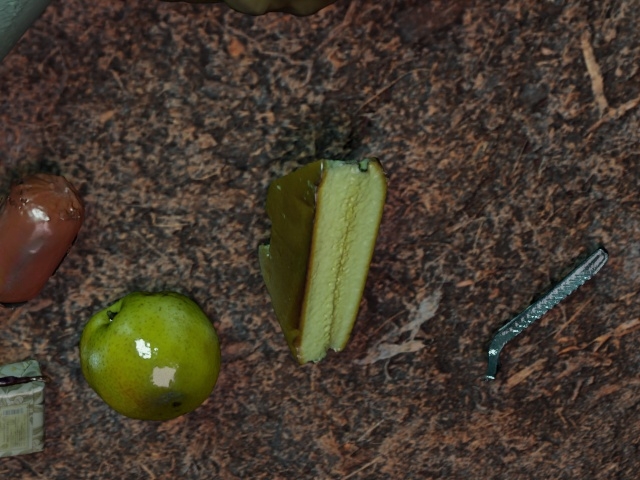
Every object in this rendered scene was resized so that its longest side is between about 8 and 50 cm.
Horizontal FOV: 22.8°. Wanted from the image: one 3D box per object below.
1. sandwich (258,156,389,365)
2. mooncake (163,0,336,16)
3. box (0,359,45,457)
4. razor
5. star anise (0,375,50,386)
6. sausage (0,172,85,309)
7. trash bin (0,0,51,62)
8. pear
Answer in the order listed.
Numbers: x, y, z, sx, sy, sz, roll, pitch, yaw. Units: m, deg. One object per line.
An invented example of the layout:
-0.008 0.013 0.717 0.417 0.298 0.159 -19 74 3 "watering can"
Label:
0.000 0.000 1.514 0.090 0.088 0.244 -12 131 -26 "sandwich"
-0.047 -0.304 1.035 0.324 0.187 0.324 -25 121 -50 "mooncake"
-0.301 0.167 1.561 0.062 0.045 0.098 -6 134 -19 "box"
0.240 0.074 1.726 0.190 0.033 0.066 -47 177 17 "razor"
-0.338 0.095 1.455 0.190 0.070 0.097 13 115 -18 "star anise"
-0.261 0.001 1.406 0.076 0.076 0.141 18 122 -35 "sausage"
-0.322 -0.171 1.100 0.217 0.277 0.262 45 113 -2 "trash bin"
-0.162 0.122 1.543 0.141 0.104 0.141 -10 130 -12 "pear"
